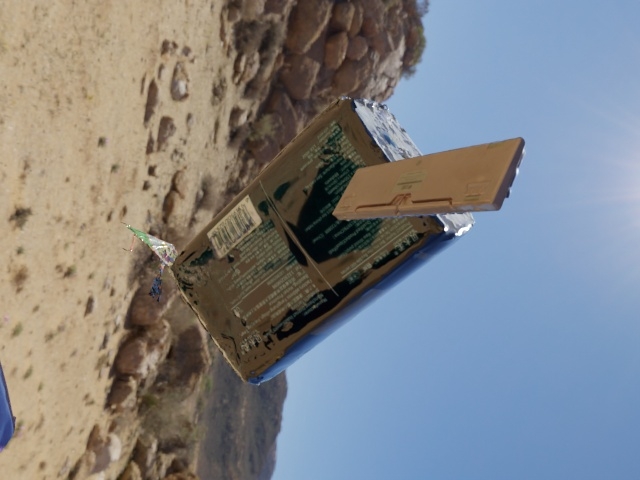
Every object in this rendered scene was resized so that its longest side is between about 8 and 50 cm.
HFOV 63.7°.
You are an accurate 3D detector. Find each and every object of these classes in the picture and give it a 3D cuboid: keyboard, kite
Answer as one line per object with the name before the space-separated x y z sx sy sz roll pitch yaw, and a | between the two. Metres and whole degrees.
keyboard | 0.070 -0.037 0.376 0.166 0.017 0.055 0 -124 57
kite | -0.276 0.041 0.894 0.006 0.198 0.244 -41 -162 6

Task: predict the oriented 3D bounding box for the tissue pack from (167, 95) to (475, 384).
tissue pack | 0.000 0.000 0.828 0.416 0.264 0.253 -41 170 25

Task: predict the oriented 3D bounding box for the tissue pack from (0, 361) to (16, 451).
tissue pack | -0.339 0.044 0.301 0.242 0.160 0.338 -114 -162 -73
